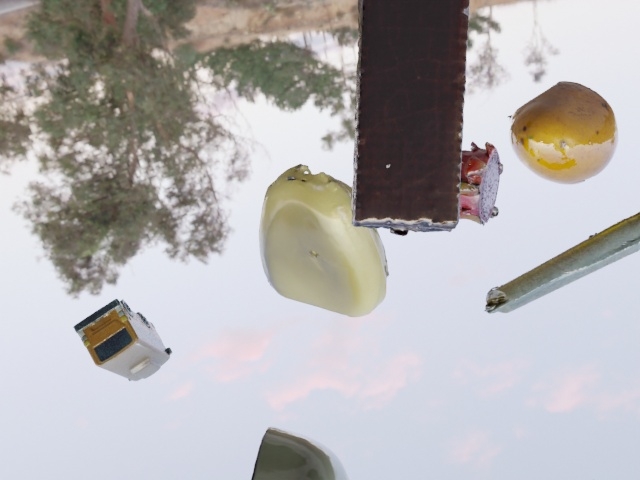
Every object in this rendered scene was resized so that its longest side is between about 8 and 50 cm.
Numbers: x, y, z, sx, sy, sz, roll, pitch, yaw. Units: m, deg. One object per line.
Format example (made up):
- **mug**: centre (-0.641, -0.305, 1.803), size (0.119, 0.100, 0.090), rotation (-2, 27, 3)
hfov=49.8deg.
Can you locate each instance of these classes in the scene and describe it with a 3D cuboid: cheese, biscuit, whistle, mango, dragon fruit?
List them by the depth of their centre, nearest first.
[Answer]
- **biscuit**: centre (0.090, -0.196, 0.683), size (0.107, 0.388, 0.073), rotation (2, -175, 1)
- **dragon fruit**: centre (0.204, -0.079, 0.940), size (0.068, 0.112, 0.126), rotation (12, -173, 26)
- **whistle**: centre (0.430, 0.044, 1.196), size (0.326, 0.057, 0.068), rotation (-31, 179, 18)
- **cheese**: centre (0.000, 0.000, 1.247), size (0.260, 0.315, 0.128), rotation (13, -136, 17)
- **mango**: centre (0.445, -0.193, 1.273), size (0.290, 0.191, 0.160), rotation (-25, 165, -49)

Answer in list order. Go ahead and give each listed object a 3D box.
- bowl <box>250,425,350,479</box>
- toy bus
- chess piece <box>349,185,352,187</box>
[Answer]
- **bowl**: centre (-0.021, 0.520, 1.231), size (0.185, 0.353, 0.354), rotation (5, -152, 5)
- **toy bus**: centre (-0.329, 0.177, 1.177), size (0.091, 0.182, 0.103), rotation (-34, -110, -6)
- **chess piece**: centre (0.028, -0.089, 1.486), size (0.122, 0.066, 0.066), rotation (5, -167, -33)
